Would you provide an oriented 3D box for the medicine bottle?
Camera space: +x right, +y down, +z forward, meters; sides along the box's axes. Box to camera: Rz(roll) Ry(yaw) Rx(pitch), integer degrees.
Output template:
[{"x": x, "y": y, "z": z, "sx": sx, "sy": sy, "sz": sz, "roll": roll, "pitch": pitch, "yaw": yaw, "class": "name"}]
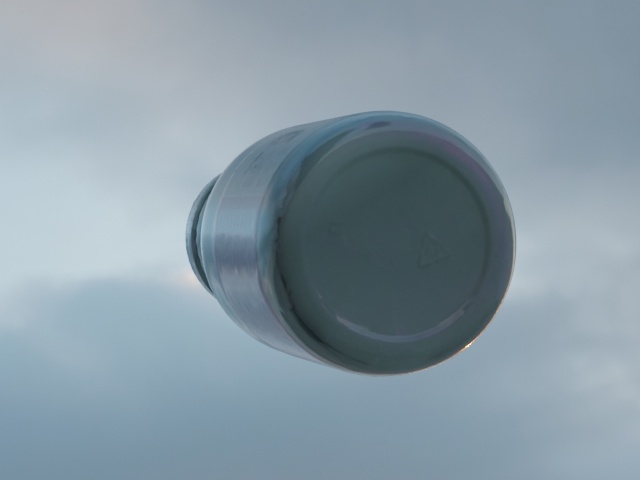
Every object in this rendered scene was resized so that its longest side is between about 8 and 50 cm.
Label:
[{"x": 0.000, "y": 0.000, "z": 0.751, "sx": 0.090, "sy": 0.090, "sz": 0.217, "roll": -2, "pitch": 1, "yaw": -14, "class": "medicine bottle"}]
